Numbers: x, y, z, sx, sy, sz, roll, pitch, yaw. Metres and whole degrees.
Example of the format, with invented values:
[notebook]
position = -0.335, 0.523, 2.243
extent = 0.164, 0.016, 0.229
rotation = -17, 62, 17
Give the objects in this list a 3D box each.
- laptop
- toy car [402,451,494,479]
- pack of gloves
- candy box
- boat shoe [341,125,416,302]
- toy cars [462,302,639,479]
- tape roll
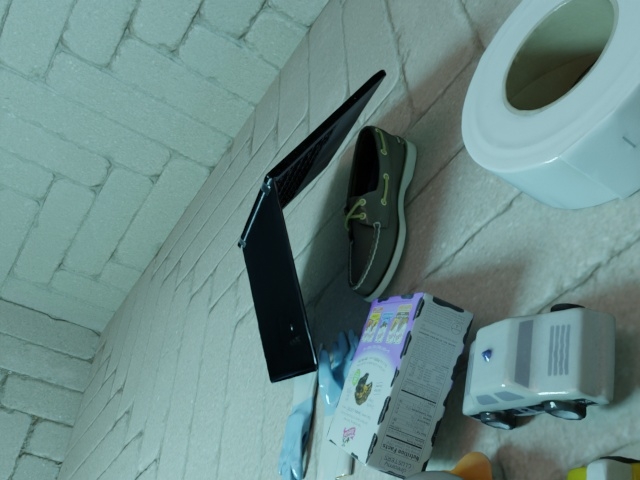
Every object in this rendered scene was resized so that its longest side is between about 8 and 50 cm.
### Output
[laptop]
position = 0.000, 0.000, 1.036
extent = 0.408, 0.236, 0.382
rotation = -46, 0, -21
[toy car]
position = 0.078, 0.295, 0.575
extent = 0.238, 0.219, 0.210
rotation = -43, 11, -30
[pack of gloves]
position = -0.015, 0.250, 0.939
extent = 0.195, 0.046, 0.232
rotation = -37, 35, 46
[candy box]
position = 0.088, 0.168, 0.734
extent = 0.165, 0.070, 0.196
rotation = 153, 139, -74
[boat shoe]
position = 0.080, -0.050, 0.984
extent = 0.109, 0.091, 0.304
rotation = -31, 40, 52
[toy cars]
position = 0.195, 0.149, 0.488
extent = 0.393, 0.087, 0.176
rotation = -115, 48, -70
[tape roll]
position = 0.288, -0.179, 0.671
extent = 0.286, 0.100, 0.286
rotation = -46, 29, 35
